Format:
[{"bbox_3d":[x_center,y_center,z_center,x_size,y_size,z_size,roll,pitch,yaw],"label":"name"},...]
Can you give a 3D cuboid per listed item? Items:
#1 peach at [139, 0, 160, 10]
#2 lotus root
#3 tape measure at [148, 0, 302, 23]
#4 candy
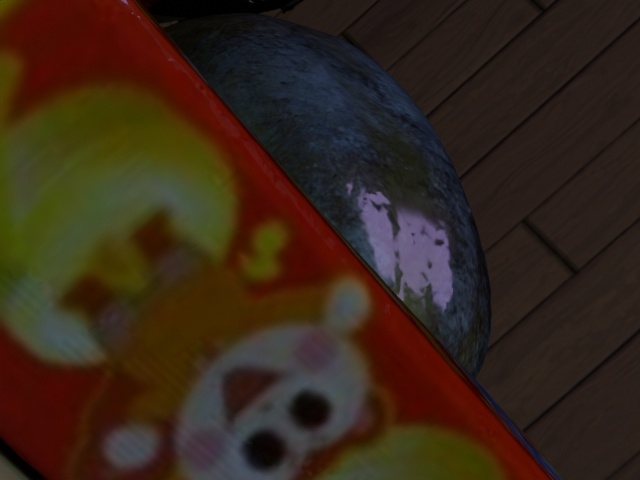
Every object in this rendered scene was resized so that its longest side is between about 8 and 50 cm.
[{"bbox_3d":[-0.098,-0.153,0.845,0.226,0.196,0.190,34,19,33],"label":"peach"},{"bbox_3d":[0.000,0.000,0.829,0.158,0.140,0.322,48,4,-33],"label":"lotus root"},{"bbox_3d":[-0.093,-0.193,1.038,0.235,0.115,0.207,49,-27,-1],"label":"tape measure"},{"bbox_3d":[-0.039,0.010,0.480,0.276,0.088,0.146,49,0,-27],"label":"candy"}]
